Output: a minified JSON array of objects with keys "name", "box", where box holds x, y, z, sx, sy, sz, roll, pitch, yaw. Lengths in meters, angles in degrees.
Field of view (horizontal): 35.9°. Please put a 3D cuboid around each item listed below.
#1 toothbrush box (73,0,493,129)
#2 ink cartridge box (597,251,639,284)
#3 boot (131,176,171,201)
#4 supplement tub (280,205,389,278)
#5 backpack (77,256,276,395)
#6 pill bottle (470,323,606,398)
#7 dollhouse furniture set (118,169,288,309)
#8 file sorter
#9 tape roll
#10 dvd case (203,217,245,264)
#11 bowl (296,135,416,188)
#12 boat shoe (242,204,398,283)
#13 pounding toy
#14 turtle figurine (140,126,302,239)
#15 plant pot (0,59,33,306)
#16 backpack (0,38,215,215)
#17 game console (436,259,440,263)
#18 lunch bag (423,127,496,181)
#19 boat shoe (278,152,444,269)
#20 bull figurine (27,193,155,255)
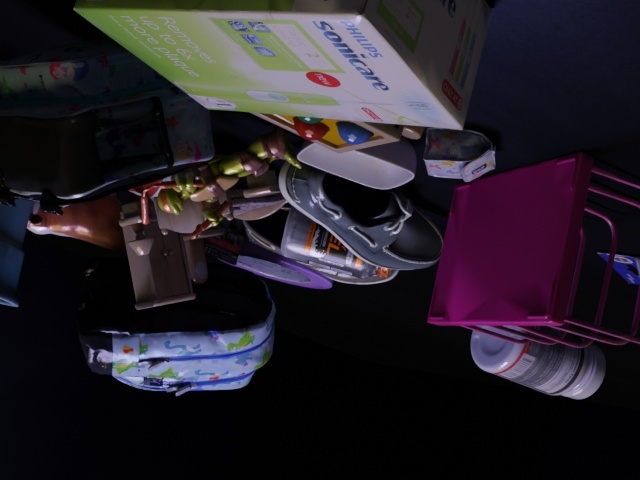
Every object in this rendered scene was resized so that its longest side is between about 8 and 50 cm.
[{"name":"toothbrush box","box":[-0.027,-0.196,0.840,0.283,0.122,0.206,8,167,30]},{"name":"ink cartridge box","box":[0.615,0.089,1.483,0.371,0.069,0.176,11,169,36]},{"name":"boot","box":[-0.348,-0.135,1.698,0.176,0.088,0.244,24,170,-27]},{"name":"supplement tub","box":[0.036,-0.003,1.706,0.190,0.117,0.117,15,169,5]},{"name":"backpack","box":[-0.263,0.157,1.905,0.356,0.273,0.290,-11,-150,-4]},{"name":"pill bottle","box":[0.485,0.249,2.182,0.283,0.161,0.161,23,167,-30]},{"name":"dollhouse furniture set","box":[-0.144,0.000,1.652,0.356,0.173,0.303,-11,179,30]},{"name":"file sorter","box":[0.303,0.030,1.279,0.182,0.202,0.291,17,169,-20]},{"name":"tape roll","box":[-0.095,0.019,2.080,0.275,0.090,0.275,16,169,3]},{"name":"dvd case","box":[-0.182,-0.022,1.918,0.087,0.119,0.013,25,167,-40]},{"name":"bowl","box":[0.050,-0.118,1.285,0.142,0.053,0.142,19,168,-14]},{"name":"boat shoe","box":[-0.002,0.004,1.818,0.305,0.109,0.091,18,174,12]},{"name":"pounding toy","box":[0.030,-0.140,1.095,0.206,0.094,0.181,22,167,-27]},{"name":"turtle figurine","box":[-0.138,-0.087,1.368,0.217,0.087,0.269,-24,165,3]},{"name":"plant pot","box":[-0.576,-0.107,1.506,0.341,0.334,0.341,15,169,3]},{"name":"backpack","box":[-0.257,-0.144,1.183,0.225,0.191,0.253,7,-166,40]},{"name":"game console","box":[0.251,0.018,1.630,0.071,0.107,0.122,46,165,-4]},{"name":"lunch bag","box":[0.170,-0.102,1.195,0.083,0.053,0.071,5,168,11]},{"name":"boat shoe","box":[0.084,-0.035,1.489,0.319,0.116,0.099,29,168,-32]},{"name":"bull figurine","box":[-0.444,-0.073,1.862,0.310,0.188,0.101,22,167,-27]}]
